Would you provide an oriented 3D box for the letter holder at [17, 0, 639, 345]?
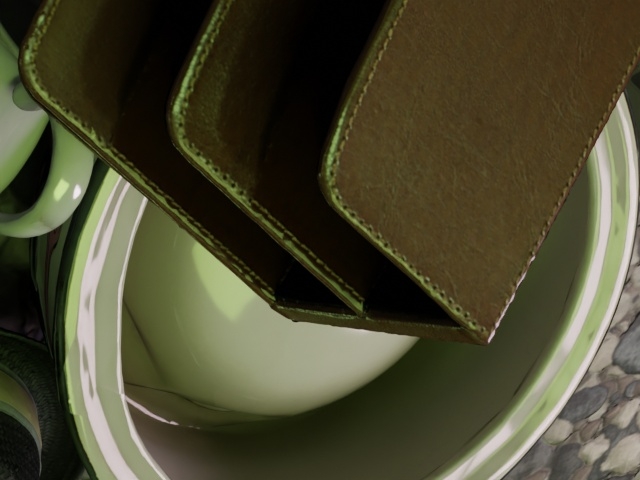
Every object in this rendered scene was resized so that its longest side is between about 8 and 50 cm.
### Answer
[{"bbox_3d":[0.033,-0.139,0.682,0.214,0.152,0.302,42,68,-30],"label":"letter holder"}]

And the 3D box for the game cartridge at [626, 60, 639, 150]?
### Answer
[{"bbox_3d":[0.347,-0.111,1.100,0.294,0.196,0.060,-26,138,-12],"label":"game cartridge"}]

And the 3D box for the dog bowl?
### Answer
[{"bbox_3d":[0.000,0.000,0.931,0.408,0.150,0.408,-14,119,-27],"label":"dog bowl"}]

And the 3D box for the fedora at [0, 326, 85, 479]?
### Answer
[{"bbox_3d":[-0.272,0.200,0.949,0.334,0.153,0.334,-18,146,-13],"label":"fedora"}]

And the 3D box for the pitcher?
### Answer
[{"bbox_3d":[-0.191,-0.059,0.753,0.207,0.178,0.125,-28,146,34],"label":"pitcher"}]
